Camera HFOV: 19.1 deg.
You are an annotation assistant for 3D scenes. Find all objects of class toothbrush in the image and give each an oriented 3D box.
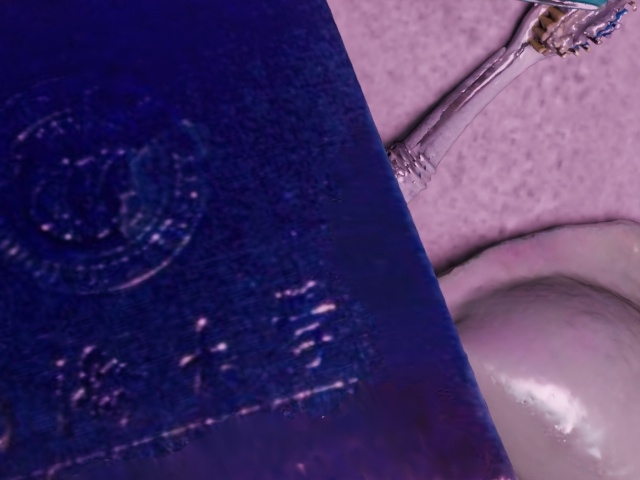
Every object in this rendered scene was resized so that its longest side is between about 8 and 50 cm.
[{"bbox_3d":[0.000,0.000,0.915,0.413,0.042,0.035,-41,110,2],"label":"toothbrush"}]

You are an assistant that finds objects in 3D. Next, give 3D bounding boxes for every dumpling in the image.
[{"bbox_3d":[0.129,0.071,0.942,0.216,0.149,0.105,37,132,-14],"label":"dumpling"}]

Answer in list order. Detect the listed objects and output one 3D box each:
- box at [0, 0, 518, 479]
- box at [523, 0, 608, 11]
[{"bbox_3d":[-0.092,0.030,0.783,0.261,0.116,0.279,-16,70,-11],"label":"box"},{"bbox_3d":[0.084,-0.231,0.809,0.092,0.153,0.245,8,104,-16],"label":"box"}]
